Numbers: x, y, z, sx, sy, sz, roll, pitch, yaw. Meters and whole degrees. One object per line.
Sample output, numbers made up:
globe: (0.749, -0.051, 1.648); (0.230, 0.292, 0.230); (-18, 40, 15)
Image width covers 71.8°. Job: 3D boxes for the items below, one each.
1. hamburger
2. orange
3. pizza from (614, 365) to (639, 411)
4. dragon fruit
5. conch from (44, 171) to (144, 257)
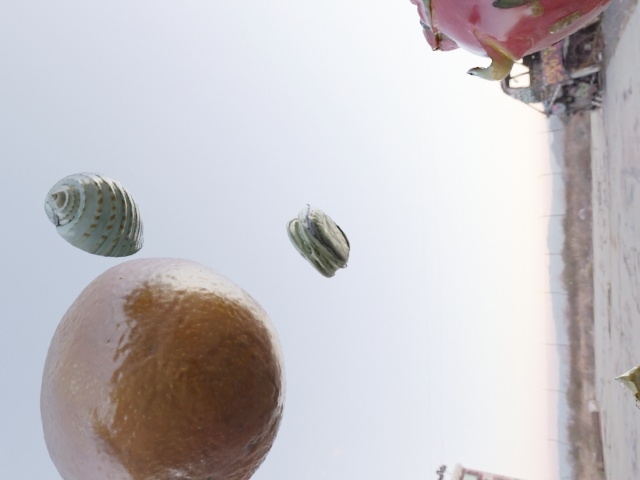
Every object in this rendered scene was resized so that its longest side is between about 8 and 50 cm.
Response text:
hamburger: (0.000, 0.000, 0.792); (0.133, 0.062, 0.140); (51, -164, -3)
orange: (-0.164, 0.144, 0.473); (0.264, 0.264, 0.264); (10, -102, -58)
pizza: (0.535, 0.240, 0.602); (0.071, 0.296, 0.189); (-165, 83, -80)
dragon fruit: (0.257, -0.393, 0.678); (0.305, 0.225, 0.305); (47, -158, -26)
conch: (-0.184, -0.024, 0.378); (0.085, 0.057, 0.076); (-1, -133, -54)
